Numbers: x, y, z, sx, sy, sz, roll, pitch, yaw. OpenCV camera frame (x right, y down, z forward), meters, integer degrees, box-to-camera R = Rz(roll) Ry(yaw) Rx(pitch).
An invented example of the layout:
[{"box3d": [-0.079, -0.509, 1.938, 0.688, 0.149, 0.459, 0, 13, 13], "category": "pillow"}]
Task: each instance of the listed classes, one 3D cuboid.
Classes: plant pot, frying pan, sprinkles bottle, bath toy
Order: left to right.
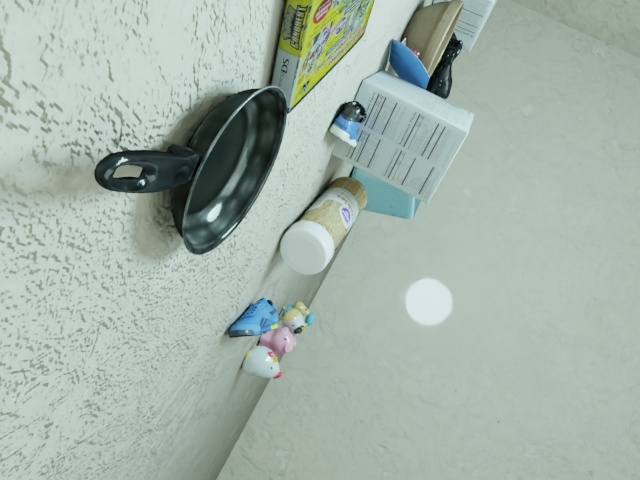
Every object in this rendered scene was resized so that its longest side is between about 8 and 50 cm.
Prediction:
[{"box3d": [-0.119, -0.049, 0.469, 0.326, 0.053, 0.197, -49, 166, -56], "category": "frying pan"}, {"box3d": [-0.132, 0.334, 1.622, 0.152, 0.128, 0.348, -65, 172, 29], "category": "bath toy"}, {"box3d": [0.018, -0.050, 1.242, 0.355, 0.121, 0.121, -54, 169, -56], "category": "sprinkles bottle"}, {"box3d": [0.247, -0.255, 1.740, 0.248, 0.246, 0.253, -51, 149, -59], "category": "plant pot"}, {"box3d": [0.290, -0.555, 1.340, 0.238, 0.109, 0.237, -62, 173, -12], "category": "plant pot"}]

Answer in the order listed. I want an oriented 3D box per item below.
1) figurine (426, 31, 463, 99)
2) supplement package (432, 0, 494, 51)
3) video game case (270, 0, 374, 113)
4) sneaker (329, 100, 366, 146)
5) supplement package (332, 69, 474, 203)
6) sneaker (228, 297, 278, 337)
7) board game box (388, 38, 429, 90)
[{"box3d": [0.364, -0.593, 1.545, 0.092, 0.215, 0.210, -11, 146, -18], "category": "figurine"}, {"box3d": [0.464, -0.769, 1.527, 0.178, 0.175, 0.293, -63, 174, -4], "category": "supplement package"}, {"box3d": [0.030, -0.322, 0.591, 0.275, 0.035, 0.248, -58, 172, -41], "category": "video game case"}, {"box3d": [0.070, -0.257, 1.063, 0.085, 0.058, 0.152, -55, 169, 12], "category": "sneaker"}, {"box3d": [0.206, -0.262, 1.199, 0.198, 0.262, 0.199, -65, 173, 32], "category": "supplement package"}, {"box3d": [-0.156, 0.177, 1.126, 0.209, 0.069, 0.082, 5, 80, -74], "category": "sneaker"}, {"box3d": [0.232, -0.443, 1.226, 0.033, 0.133, 0.169, -42, 172, -1], "category": "board game box"}]
